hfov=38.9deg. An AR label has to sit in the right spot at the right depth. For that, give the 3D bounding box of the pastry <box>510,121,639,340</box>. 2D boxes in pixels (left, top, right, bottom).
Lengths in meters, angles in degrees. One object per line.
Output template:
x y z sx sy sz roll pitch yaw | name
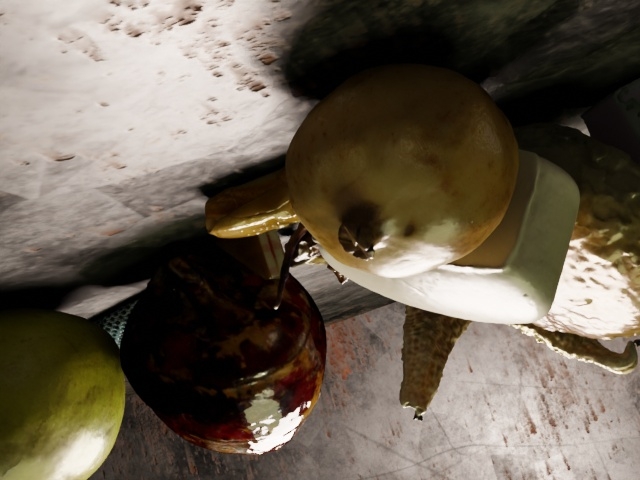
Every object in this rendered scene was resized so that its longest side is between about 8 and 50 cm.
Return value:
0.270 -0.007 1.045 0.136 0.329 0.329 -57 -176 -20 | pastry

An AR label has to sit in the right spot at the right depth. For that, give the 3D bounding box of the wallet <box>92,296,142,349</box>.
-0.250 0.133 1.460 0.342 0.075 0.237 -25 165 35 | wallet

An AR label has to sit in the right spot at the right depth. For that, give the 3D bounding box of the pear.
-0.373 0.202 1.119 0.252 0.253 0.307 -22 178 17 | pear

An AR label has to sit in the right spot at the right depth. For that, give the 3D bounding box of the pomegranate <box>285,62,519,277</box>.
0.061 -0.050 0.719 0.196 0.196 0.196 -18 170 -3 | pomegranate

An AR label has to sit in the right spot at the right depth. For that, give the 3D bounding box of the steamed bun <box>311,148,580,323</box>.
0.128 -0.008 0.884 0.241 0.146 0.164 8 161 37 | steamed bun

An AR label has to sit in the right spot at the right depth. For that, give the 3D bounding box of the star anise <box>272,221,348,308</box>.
0.000 0.000 0.983 0.097 0.191 0.070 20 158 14 | star anise

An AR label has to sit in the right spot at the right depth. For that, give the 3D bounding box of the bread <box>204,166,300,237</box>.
-0.053 -0.038 0.932 0.132 0.053 0.074 -18 170 5 | bread

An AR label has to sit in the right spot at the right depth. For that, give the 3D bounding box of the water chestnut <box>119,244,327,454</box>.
-0.127 0.137 1.165 0.244 0.289 0.289 16 149 -37 | water chestnut

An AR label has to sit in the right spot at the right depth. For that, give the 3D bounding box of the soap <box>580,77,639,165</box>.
0.554 -0.157 1.103 0.446 0.156 0.261 -14 170 -25 | soap

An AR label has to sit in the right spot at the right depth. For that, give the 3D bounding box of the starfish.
0.167 0.082 1.207 0.324 0.432 0.082 -18 136 -36 | starfish

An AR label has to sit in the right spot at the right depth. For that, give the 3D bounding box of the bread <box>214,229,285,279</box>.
-0.081 0.001 1.110 0.109 0.062 0.043 28 -161 34 | bread
